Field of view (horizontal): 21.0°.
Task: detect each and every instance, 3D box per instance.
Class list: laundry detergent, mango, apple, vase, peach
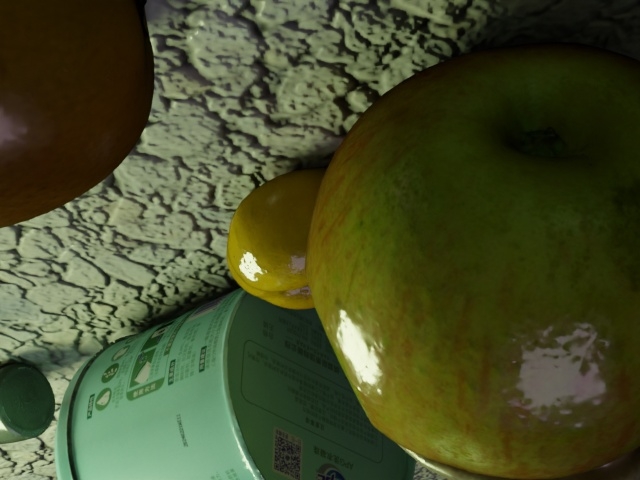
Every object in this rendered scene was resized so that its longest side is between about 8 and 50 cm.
[{"bbox_3d":[-0.104,0.209,1.804,0.305,0.287,0.287,-25,154,37],"label":"laundry detergent"},{"bbox_3d":[-0.267,-0.107,0.988,0.378,0.221,0.264,-4,180,22],"label":"mango"},{"bbox_3d":[0.154,0.009,1.321,0.339,0.340,0.339,-7,160,-3],"label":"apple"},{"bbox_3d":[-0.403,0.203,1.976,0.214,0.086,0.086,-19,158,39],"label":"vase"},{"bbox_3d":[0.000,0.000,1.547,0.179,0.103,0.179,-4,162,-1],"label":"peach"}]

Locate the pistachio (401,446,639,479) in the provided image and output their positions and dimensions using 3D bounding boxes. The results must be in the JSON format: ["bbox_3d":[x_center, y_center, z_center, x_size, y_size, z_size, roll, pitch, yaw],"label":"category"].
[{"bbox_3d":[0.239,0.120,1.633,0.365,0.281,0.445,8,-164,26],"label":"pistachio"}]
